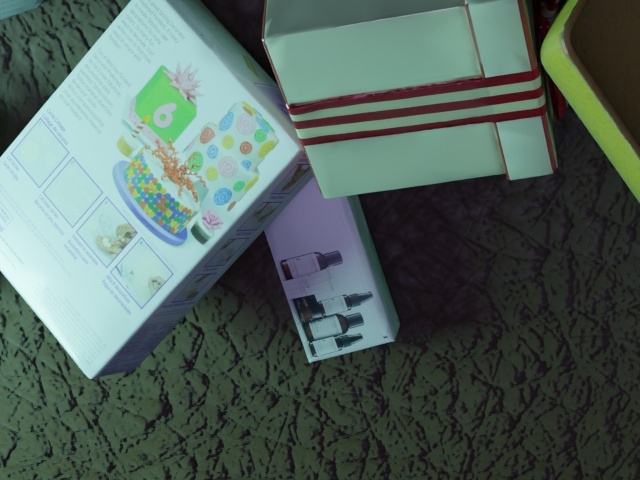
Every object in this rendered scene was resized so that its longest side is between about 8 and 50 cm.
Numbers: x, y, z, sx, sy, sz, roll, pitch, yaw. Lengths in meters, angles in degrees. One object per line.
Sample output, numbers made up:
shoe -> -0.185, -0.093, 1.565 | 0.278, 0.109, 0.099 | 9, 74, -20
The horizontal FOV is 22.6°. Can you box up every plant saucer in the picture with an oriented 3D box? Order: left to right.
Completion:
plant saucer -> 0.326, -0.166, 1.436 | 0.081, 0.332, 0.332 | -6, 134, 45

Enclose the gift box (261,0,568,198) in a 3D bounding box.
gift box -> 0.101, -0.222, 1.469 | 0.258, 0.276, 0.255 | -6, 145, 13

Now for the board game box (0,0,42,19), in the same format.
board game box -> -0.279, -0.286, 1.493 | 0.053, 0.305, 0.193 | 41, 107, -2

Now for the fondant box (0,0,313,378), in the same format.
fondant box -> -0.181, -0.058, 1.616 | 0.330, 0.096, 0.238 | -47, 73, 18

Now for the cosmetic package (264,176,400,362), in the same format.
cosmetic package -> 0.000, 0.000, 1.665 | 0.099, 0.060, 0.239 | -16, 103, 12
